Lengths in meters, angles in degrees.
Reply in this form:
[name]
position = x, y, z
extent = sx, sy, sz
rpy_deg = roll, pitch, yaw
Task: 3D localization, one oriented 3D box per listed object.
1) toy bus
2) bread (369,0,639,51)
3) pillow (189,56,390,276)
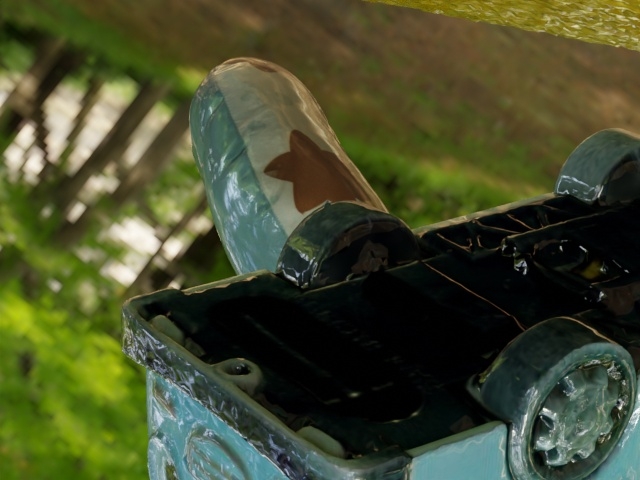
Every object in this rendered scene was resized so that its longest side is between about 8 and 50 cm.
[toy bus]
position = 0.075, 0.072, 0.638
extent = 0.133, 0.271, 0.164
rpy_deg = 31, 127, 46
[bread]
position = 0.020, -0.158, 0.632
extent = 0.333, 0.143, 0.323
rpy_deg = 16, -175, 35
[pillow]
position = 0.000, 0.000, 1.079
extent = 0.214, 0.086, 0.233
rpy_deg = 55, -176, -33
